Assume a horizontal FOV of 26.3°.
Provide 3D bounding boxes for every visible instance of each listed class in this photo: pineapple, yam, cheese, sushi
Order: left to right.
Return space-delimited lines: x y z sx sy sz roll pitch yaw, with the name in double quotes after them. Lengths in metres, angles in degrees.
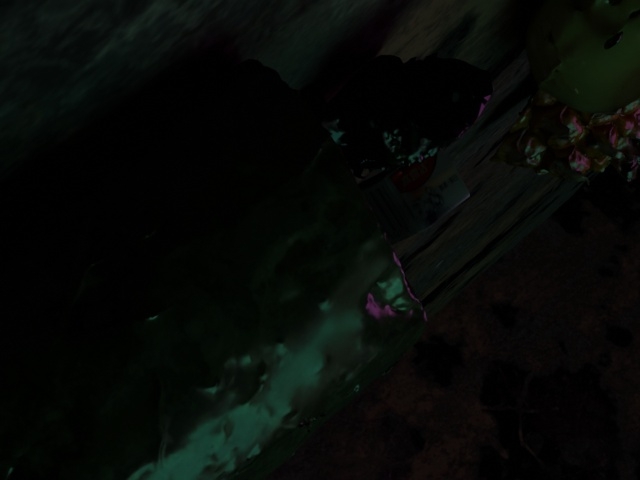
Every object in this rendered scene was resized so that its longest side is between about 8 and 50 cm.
-0.079 0.049 0.589 0.268 0.161 0.161 -37 170 -20 "yam"
0.041 -0.069 0.762 0.084 0.056 0.083 -28 -160 -38 "sushi"
0.300 -0.137 1.337 0.249 0.164 0.140 -33 159 -33 "pineapple"
0.262 -0.189 1.020 0.259 0.128 0.316 -44 169 22 "cheese"

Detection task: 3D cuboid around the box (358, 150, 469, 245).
0.000 0.000 0.861 0.055 0.040 0.218 -36 -174 -39 "box"
